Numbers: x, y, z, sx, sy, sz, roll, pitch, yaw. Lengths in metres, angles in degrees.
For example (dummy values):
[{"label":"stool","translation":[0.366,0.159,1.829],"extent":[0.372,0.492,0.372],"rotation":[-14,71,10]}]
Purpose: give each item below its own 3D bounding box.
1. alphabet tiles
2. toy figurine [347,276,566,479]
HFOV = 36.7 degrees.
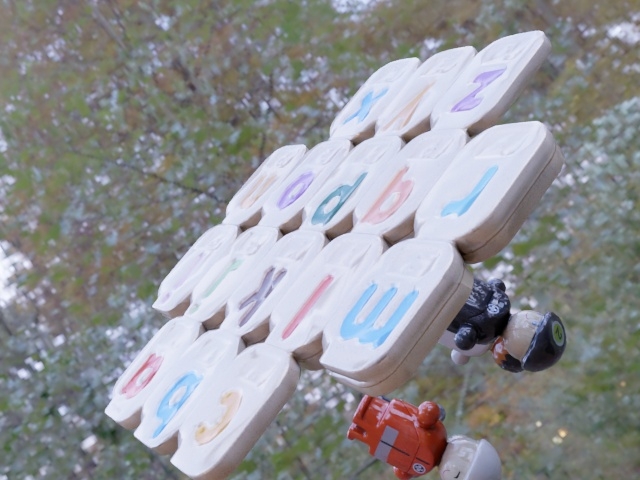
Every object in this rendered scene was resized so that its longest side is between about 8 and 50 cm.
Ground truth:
[{"label":"alphabet tiles","translation":[0.000,0.000,0.517],"extent":[0.278,0.021,0.284],"rotation":[-52,23,-16]},{"label":"toy figurine","translation":[0.136,0.143,0.954],"extent":[0.213,0.148,0.209],"rotation":[-64,-11,-9]}]
